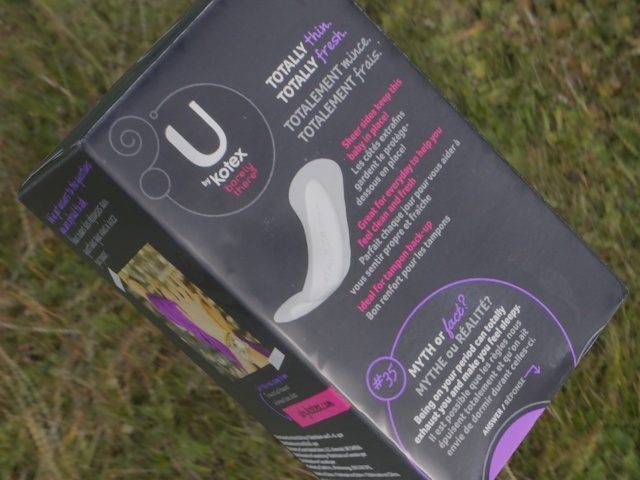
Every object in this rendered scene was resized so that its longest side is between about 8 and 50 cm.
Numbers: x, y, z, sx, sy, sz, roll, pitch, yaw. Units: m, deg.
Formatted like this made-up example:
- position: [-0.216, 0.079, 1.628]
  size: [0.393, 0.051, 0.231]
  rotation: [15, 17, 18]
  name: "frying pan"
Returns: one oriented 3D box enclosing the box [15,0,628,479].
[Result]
- position: [0.000, 0.000, 0.807]
  size: [0.270, 0.143, 0.165]
  rotation: [45, 67, -12]
  name: "box"
